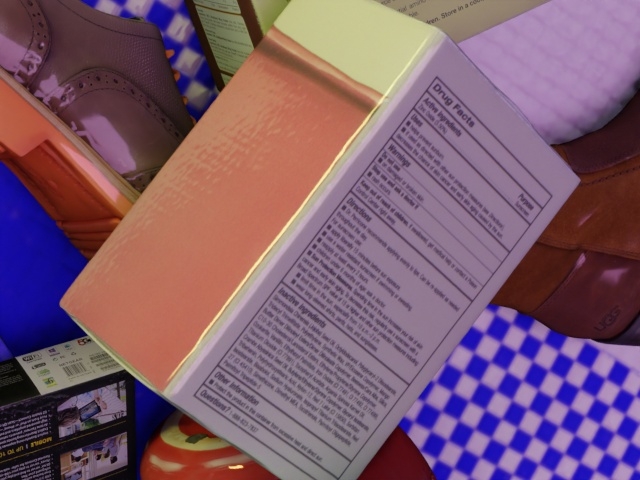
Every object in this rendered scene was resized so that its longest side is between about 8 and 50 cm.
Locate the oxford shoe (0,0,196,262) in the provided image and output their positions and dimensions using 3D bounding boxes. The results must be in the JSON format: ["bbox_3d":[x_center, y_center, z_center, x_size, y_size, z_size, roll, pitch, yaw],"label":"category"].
[{"bbox_3d":[-0.106,-0.057,1.043,0.364,0.130,0.132,41,68,-32],"label":"oxford shoe"}]

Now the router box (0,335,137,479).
[{"bbox_3d":[-0.199,0.141,1.051,0.179,0.046,0.133,-15,127,-26],"label":"router box"}]

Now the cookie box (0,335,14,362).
[{"bbox_3d":[-0.245,0.059,1.047,0.092,0.040,0.107,-34,113,-13],"label":"cookie box"}]

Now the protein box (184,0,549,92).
[{"bbox_3d":[0.011,-0.211,1.053,0.200,0.136,0.201,-26,110,-16],"label":"protein box"}]

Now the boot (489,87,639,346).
[{"bbox_3d":[0.153,-0.066,1.160,0.280,0.096,0.264,12,108,-34],"label":"boot"}]

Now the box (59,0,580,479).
[{"bbox_3d":[0.000,0.000,0.947,0.232,0.127,0.148,-53,131,-4],"label":"box"}]

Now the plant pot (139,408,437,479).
[{"bbox_3d":[-0.016,0.176,1.094,0.191,0.191,0.174,-24,104,-18],"label":"plant pot"}]
